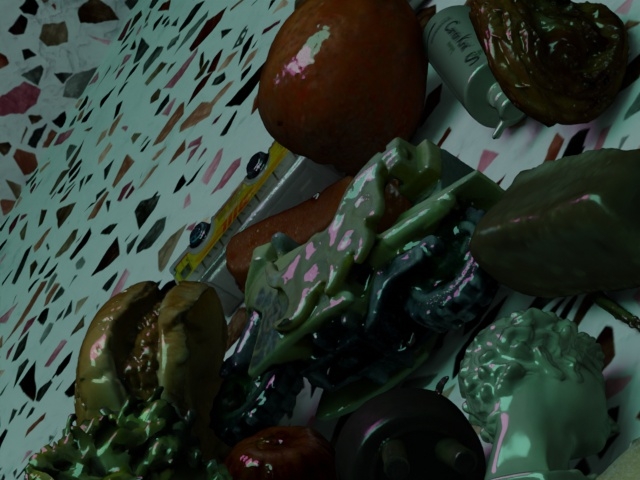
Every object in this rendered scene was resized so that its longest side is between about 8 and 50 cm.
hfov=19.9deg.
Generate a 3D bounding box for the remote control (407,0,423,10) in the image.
[{"bbox_3d":[0.190,-0.437,2.400,0.335,0.065,0.128,-46,20,22],"label":"remote control"}]

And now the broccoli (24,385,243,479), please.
[{"bbox_3d":[-0.161,0.308,1.706,0.324,0.334,0.272,-13,5,23],"label":"broccoli"}]

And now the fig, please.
[{"bbox_3d":[-0.036,0.252,1.784,0.128,0.128,0.150,-31,60,48],"label":"fig"}]

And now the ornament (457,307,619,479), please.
[{"bbox_3d":[0.170,0.169,1.428,0.120,0.130,0.285,-49,21,32],"label":"ornament"}]

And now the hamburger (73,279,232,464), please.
[{"bbox_3d":[-0.179,0.188,1.972,0.144,0.283,0.259,-4,13,10],"label":"hamburger"}]

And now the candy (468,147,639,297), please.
[{"bbox_3d":[0.232,-0.015,1.593,0.104,0.102,0.234,-49,14,-25],"label":"candy"}]

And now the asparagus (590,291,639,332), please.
[{"bbox_3d":[0.259,0.062,1.557,0.014,0.015,0.114,-23,20,-11],"label":"asparagus"}]

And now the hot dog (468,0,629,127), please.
[{"bbox_3d":[0.228,-0.198,1.850,0.227,0.160,0.099,-102,25,-55],"label":"hot dog"}]

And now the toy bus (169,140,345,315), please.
[{"bbox_3d":[-0.080,-0.022,2.336,0.268,0.092,0.106,-49,31,14],"label":"toy bus"}]

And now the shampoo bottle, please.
[{"bbox_3d":[0.180,-0.187,2.011,0.085,0.085,0.262,-51,21,12],"label":"shampoo bottle"}]

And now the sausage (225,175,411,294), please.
[{"bbox_3d":[0.000,0.000,2.108,0.330,0.102,0.102,-26,35,53],"label":"sausage"}]

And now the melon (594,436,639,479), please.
[{"bbox_3d":[0.276,0.180,1.260,0.098,0.054,0.182,-30,25,-32],"label":"melon"}]

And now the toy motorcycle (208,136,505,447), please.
[{"bbox_3d":[0.037,0.055,1.854,0.410,0.169,0.237,-32,36,35],"label":"toy motorcycle"}]

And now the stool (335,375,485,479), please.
[{"bbox_3d":[0.068,0.223,1.588,0.217,0.125,0.121,-60,21,15],"label":"stool"}]

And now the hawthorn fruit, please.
[{"bbox_3d":[0.039,-0.214,2.172,0.262,0.210,0.210,-70,20,4],"label":"hawthorn fruit"}]
